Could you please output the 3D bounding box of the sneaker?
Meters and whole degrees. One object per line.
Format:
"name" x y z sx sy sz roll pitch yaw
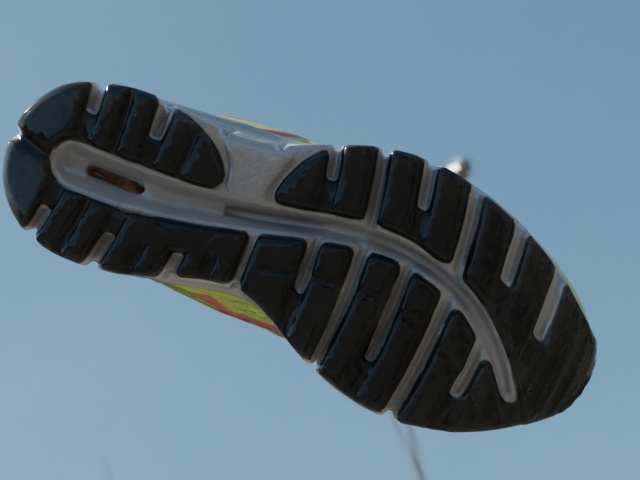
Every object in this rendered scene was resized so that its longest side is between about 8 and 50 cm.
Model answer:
"sneaker" 0.000 0.000 0.662 0.081 0.208 0.094 -65 -12 3
